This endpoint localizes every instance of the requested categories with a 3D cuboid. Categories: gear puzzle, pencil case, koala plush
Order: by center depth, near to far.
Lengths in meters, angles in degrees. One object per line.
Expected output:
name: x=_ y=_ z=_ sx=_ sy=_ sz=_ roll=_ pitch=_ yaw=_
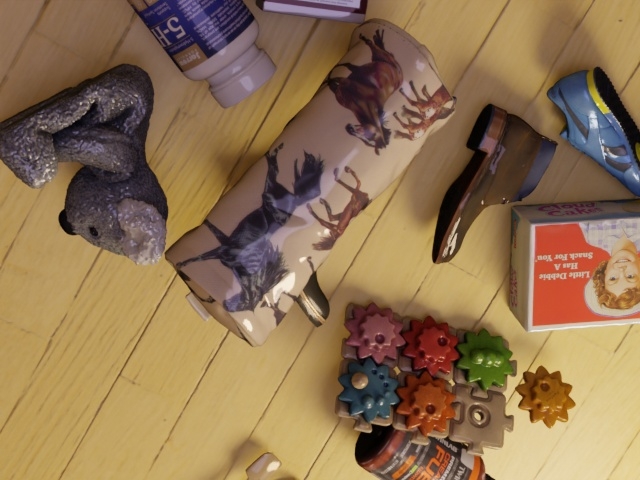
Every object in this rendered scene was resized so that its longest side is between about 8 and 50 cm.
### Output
pencil case: x=-0.014 y=-0.066 z=1.525 sx=0.160 sy=0.183 sz=0.410 roll=40 pitch=86 yaw=0
koala plush: x=-0.254 y=-0.077 z=1.525 sx=0.203 sy=0.196 sz=0.221 roll=-30 pitch=104 yaw=-11
gear puzzle: x=0.188 y=0.190 z=1.694 sx=0.339 sy=0.044 sz=0.175 roll=14 pitch=64 yaw=-13

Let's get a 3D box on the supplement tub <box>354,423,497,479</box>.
supplement tub: x=0.151 y=0.308 z=1.738 sx=0.198 sy=0.106 sz=0.106 roll=34 pitch=98 yaw=-16

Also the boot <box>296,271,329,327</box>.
boot: x=0.000 y=0.000 z=1.647 sx=0.137 sy=0.077 sz=0.198 roll=-30 pitch=109 yaw=-5

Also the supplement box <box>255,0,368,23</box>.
supplement box: x=0.003 y=-0.389 z=1.534 sx=0.130 sy=0.073 sz=0.239 roll=6 pitch=105 yaw=-12

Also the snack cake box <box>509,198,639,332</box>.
snack cake box: x=0.391 y=0.030 z=1.707 sx=0.264 sy=0.089 sz=0.152 roll=-3 pitch=108 yaw=-8

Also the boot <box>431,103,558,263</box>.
boot: x=0.225 y=-0.057 z=1.660 sx=0.106 sy=0.082 sz=0.219 roll=20 pitch=100 yaw=-11

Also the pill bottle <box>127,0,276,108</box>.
pill bottle: x=-0.139 y=-0.256 z=1.527 sx=0.112 sy=0.112 sz=0.186 roll=-37 pitch=107 yaw=2

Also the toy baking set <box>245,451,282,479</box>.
toy baking set: x=-0.103 y=0.417 z=1.770 sx=0.197 sy=0.030 sz=0.256 roll=-15 pitch=108 yaw=-8

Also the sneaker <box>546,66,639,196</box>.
sneaker: x=0.370 y=-0.134 z=1.678 sx=0.082 sy=0.069 sz=0.209 roll=-20 pitch=121 yaw=31
